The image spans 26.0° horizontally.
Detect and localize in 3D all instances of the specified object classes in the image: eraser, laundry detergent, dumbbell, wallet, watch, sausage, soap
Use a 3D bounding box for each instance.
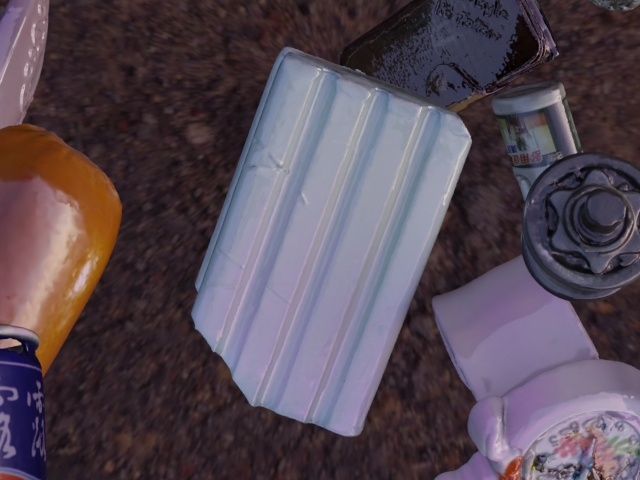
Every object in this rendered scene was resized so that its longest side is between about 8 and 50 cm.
[{"bbox_3d":[-0.373,-0.164,1.625,0.059,0.204,0.243,19,59,-8],"label":"eraser"},{"bbox_3d":[0.284,-0.080,1.699,0.099,0.070,0.226,-7,110,40],"label":"laundry detergent"},{"bbox_3d":[0.161,-0.005,0.835,0.081,0.254,0.082,-1,84,6],"label":"dumbbell"},{"bbox_3d":[0.115,-0.182,1.344,0.232,0.031,0.122,-29,82,41],"label":"wallet"},{"bbox_3d":[0.177,0.147,1.165,0.196,0.231,0.244,-29,126,6],"label":"watch"},{"bbox_3d":[-0.200,0.066,0.727,0.105,0.105,0.274,31,83,-2],"label":"sausage"},{"bbox_3d":[0.000,0.000,1.174,0.172,0.095,0.289,19,99,-8],"label":"soap"}]

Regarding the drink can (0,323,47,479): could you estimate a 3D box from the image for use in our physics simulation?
[{"bbox_3d":[-0.143,0.152,0.504,0.097,0.097,0.235,-7,77,2],"label":"drink can"}]

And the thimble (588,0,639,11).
[{"bbox_3d":[0.293,-0.288,1.406,0.110,0.084,0.062,43,53,-7],"label":"thimble"}]
